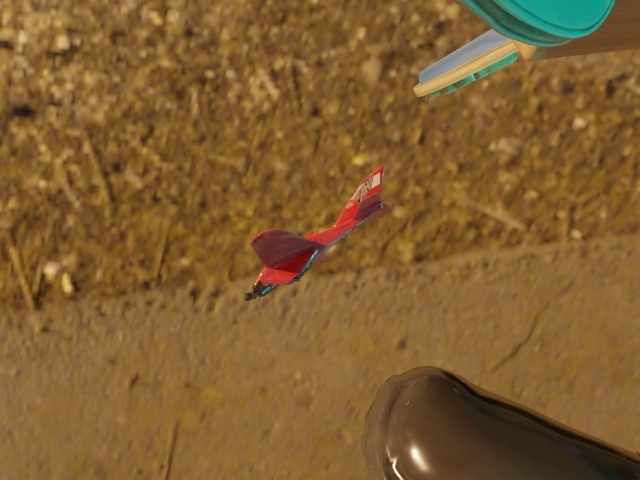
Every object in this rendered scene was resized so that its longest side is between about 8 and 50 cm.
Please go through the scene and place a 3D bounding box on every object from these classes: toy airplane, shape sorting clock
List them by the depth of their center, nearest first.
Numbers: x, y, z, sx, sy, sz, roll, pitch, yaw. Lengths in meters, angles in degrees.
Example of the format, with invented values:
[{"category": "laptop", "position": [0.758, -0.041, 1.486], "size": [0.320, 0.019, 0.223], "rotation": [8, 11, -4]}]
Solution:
[{"category": "shape sorting clock", "position": [0.162, -0.154, 1.175], "size": [0.206, 0.206, 0.040], "rotation": [-33, 93, -33]}, {"category": "toy airplane", "position": [0.000, 0.000, 1.245], "size": [0.151, 0.151, 0.028], "rotation": [-28, 70, -31]}]

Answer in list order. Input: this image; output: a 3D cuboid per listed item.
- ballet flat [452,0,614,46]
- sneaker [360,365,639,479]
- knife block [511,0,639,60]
[{"category": "ballet flat", "position": [0.021, -0.125, 0.486], "size": [0.068, 0.213, 0.072], "rotation": [19, 83, 40]}, {"category": "sneaker", "position": [0.146, 0.097, 0.417], "size": [0.286, 0.109, 0.130], "rotation": [29, 94, -3]}, {"category": "knife block", "position": [0.253, -0.163, 0.861], "size": [0.242, 0.088, 0.275], "rotation": [25, 46, 7]}]
